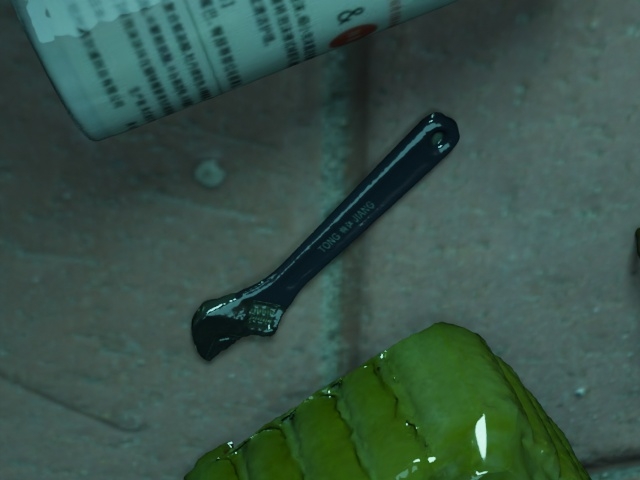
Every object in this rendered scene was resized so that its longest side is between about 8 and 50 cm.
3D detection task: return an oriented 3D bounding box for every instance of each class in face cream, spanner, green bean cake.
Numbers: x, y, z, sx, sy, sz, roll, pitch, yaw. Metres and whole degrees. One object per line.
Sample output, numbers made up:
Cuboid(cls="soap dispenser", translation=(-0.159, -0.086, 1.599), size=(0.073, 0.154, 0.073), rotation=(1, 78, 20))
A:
Cuboid(cls="face cream", translation=(0.045, -0.176, 0.542), size=(0.370, 0.145, 0.145), rotation=(-23, 128, -2))
Cuboid(cls="spanner", translation=(0.000, 0.000, 0.733), size=(0.208, 0.012, 0.046), rotation=(-43, 124, 15))
Cuboid(cls="green bean cake", translation=(0.062, 0.197, 0.822), size=(0.236, 0.124, 0.233), rotation=(-34, 127, 7))

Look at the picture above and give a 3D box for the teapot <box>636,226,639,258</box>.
Cuboid(cls="teapot", translation=(0.251, 0.026, 0.799), size=(0.121, 0.068, 0.076), rotation=(29, 136, -9))
